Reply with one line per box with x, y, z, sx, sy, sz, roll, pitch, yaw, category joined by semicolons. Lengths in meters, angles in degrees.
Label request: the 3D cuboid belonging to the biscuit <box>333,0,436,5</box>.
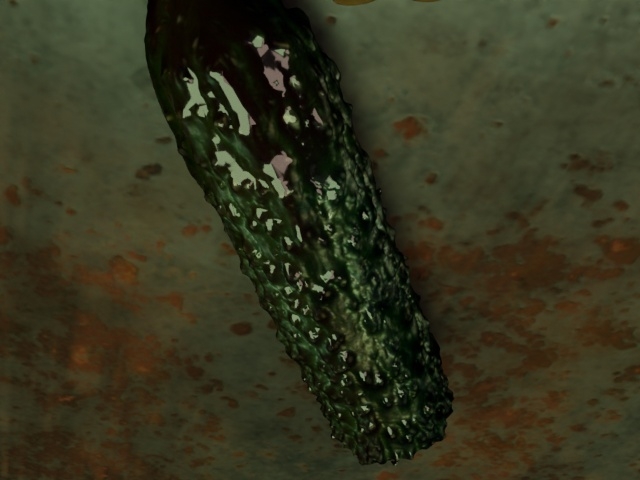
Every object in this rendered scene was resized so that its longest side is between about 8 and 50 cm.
0.046;-0.165;0.334;0.250;0.035;0.162;12;140;-2;biscuit

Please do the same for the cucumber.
0.000;0.000;0.474;0.096;0.096;0.359;-10;134;14;cucumber
